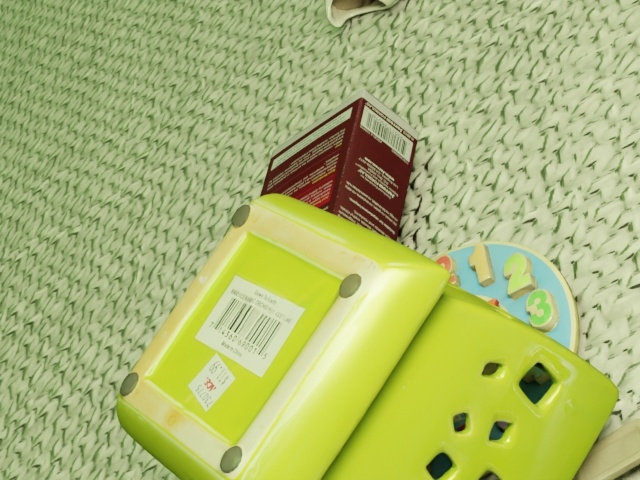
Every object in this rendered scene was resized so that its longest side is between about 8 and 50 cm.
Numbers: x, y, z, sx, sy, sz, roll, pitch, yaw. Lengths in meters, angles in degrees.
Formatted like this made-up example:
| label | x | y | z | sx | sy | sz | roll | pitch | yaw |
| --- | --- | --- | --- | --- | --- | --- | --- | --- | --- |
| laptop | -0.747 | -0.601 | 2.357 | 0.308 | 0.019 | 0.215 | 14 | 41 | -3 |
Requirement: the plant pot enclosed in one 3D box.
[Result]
| label | x | y | z | sx | sy | sz | roll | pitch | yaw |
| --- | --- | --- | --- | --- | --- | --- | --- | --- | --- |
| plant pot | 0.015 | 0.105 | 0.945 | 0.227 | 0.207 | 0.228 | -56 | 36 | -6 |

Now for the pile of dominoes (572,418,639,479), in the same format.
| label | x | y | z | sx | sy | sz | roll | pitch | yaw |
| --- | --- | --- | --- | --- | --- | --- | --- | --- | --- |
| pile of dominoes | 0.235 | 0.186 | 0.872 | 0.251 | 0.040 | 0.196 | -37 | 37 | 28 |

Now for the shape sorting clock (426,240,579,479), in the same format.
| label | x | y | z | sx | sy | sz | roll | pitch | yaw |
| --- | --- | --- | --- | --- | --- | --- | --- | --- | --- |
| shape sorting clock | 0.100 | 0.089 | 1.078 | 0.206 | 0.040 | 0.206 | -27 | 40 | 26 |

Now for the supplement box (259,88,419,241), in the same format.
| label | x | y | z | sx | sy | sz | roll | pitch | yaw |
| --- | --- | --- | --- | --- | --- | --- | --- | --- | --- |
| supplement box | 0.000 | 0.000 | 1.207 | 0.130 | 0.073 | 0.239 | -31 | 33 | 41 |

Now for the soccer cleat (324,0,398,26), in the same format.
| label | x | y | z | sx | sy | sz | roll | pitch | yaw |
| --- | --- | --- | --- | --- | --- | --- | --- | --- | --- |
| soccer cleat | 0.082 | -0.273 | 1.424 | 0.196 | 0.068 | 0.076 | -25 | 46 | 39 |
